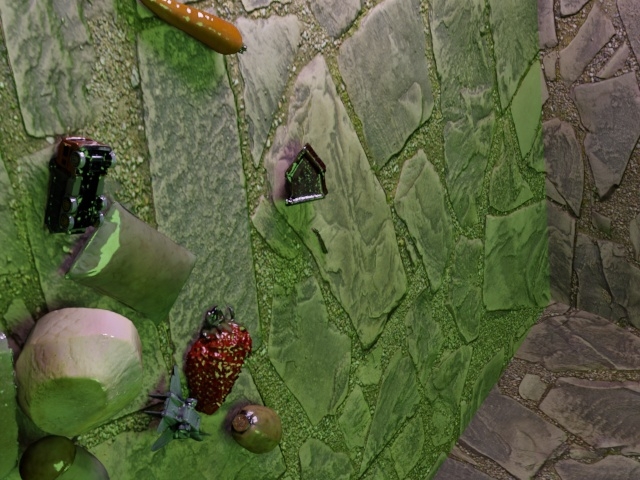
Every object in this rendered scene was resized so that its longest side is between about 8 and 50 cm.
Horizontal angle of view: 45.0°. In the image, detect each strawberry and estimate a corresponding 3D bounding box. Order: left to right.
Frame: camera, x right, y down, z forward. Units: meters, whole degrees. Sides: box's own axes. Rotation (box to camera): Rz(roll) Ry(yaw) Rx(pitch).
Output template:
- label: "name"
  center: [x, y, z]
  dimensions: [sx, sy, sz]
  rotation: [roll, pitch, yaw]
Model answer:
- label: "strawberry"
  center: [-0.243, 0.309, 1.928]
  dimensions: [0.188, 0.106, 0.286]
  rotation: [-9, 114, -50]

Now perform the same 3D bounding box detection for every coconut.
- label: "coconut"
  center: [-0.467, 0.249, 1.506]
  dimensions: [0.259, 0.259, 0.259]
  rotation: [-28, 127, -44]

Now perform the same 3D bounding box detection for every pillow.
- label: "pillow"
  center: [-0.387, 0.057, 1.640]
  dimensions: [0.185, 0.075, 0.302]
  rotation: [-62, 143, -10]

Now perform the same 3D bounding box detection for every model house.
- label: "model house"
  center: [-0.038, -0.176, 1.999]
  dimensions: [0.165, 0.106, 0.152]
  rotation: [-77, 163, -77]

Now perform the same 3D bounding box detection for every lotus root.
- label: "lotus root"
  center: [-0.164, 0.522, 2.131]
  dimensions: [0.125, 0.118, 0.221]
  rotation: [-51, 141, 2]

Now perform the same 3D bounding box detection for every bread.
- label: "bread"
  center: [-0.648, 0.313, 1.388]
  dimensions: [0.183, 0.102, 0.337]
  rotation: [-18, 122, -45]

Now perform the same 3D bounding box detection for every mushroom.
- label: "mushroom"
  center: [-0.516, 0.492, 1.603]
  dimensions: [0.128, 0.128, 0.350]
  rotation: [-53, 159, -23]

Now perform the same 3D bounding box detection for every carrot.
- label: "carrot"
  center: [-0.264, -0.448, 1.579]
  dimensions: [0.336, 0.069, 0.069]
  rotation: [14, 95, -52]

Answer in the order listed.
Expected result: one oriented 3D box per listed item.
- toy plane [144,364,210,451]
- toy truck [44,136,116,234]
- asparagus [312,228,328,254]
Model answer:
- label: "toy plane"
  center: [-0.326, 0.448, 1.893]
  dimensions: [0.267, 0.088, 0.212]
  rotation: [59, 35, -50]
- label: "toy truck"
  center: [-0.458, -0.100, 1.458]
  dimensions: [0.083, 0.092, 0.192]
  rotation: [-7, 119, -52]
- label: "asparagus"
  center: [0.000, 0.000, 2.190]
  dimensions: [0.114, 0.014, 0.015]
  rotation: [65, 37, -44]
